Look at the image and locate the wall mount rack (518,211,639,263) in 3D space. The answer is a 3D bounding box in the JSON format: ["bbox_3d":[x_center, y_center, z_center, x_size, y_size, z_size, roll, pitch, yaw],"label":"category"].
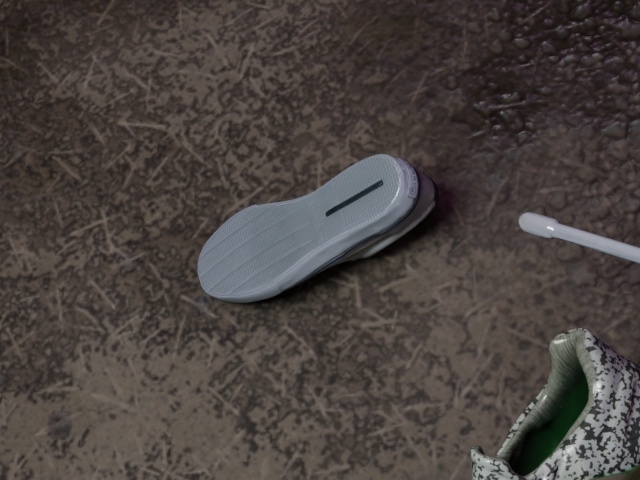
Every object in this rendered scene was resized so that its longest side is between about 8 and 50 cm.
[{"bbox_3d":[0.333,0.075,1.343,0.130,0.350,0.304,-44,57,32],"label":"wall mount rack"}]

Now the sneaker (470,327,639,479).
[{"bbox_3d":[0.155,0.244,1.334,0.158,0.182,0.410,5,59,54],"label":"sneaker"}]

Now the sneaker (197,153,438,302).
[{"bbox_3d":[0.000,0.000,1.569,0.258,0.091,0.094,-23,65,29],"label":"sneaker"}]
